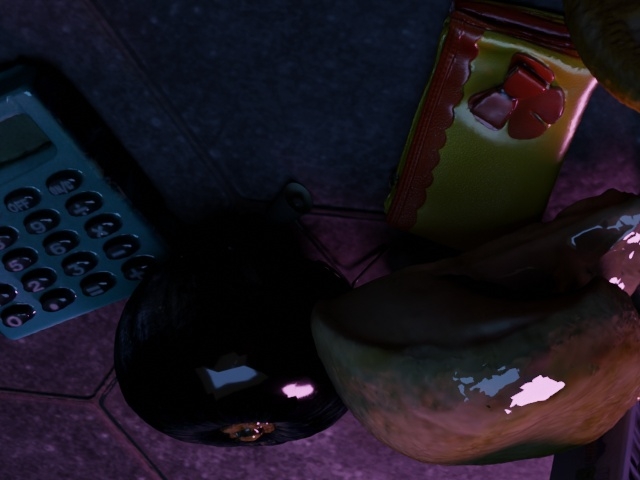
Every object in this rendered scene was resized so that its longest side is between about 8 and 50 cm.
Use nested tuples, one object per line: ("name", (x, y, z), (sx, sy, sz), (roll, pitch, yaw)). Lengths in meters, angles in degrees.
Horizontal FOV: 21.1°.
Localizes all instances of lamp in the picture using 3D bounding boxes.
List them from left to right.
("lamp", (-0.001, -0.001, 1.553), (0.121, 0.041, 0.054), (37, 136, -17))

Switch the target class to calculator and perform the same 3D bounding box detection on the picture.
("calculator", (-0.279, -0.023, 1.573), (0.248, 0.058, 0.274), (-20, 125, 27))

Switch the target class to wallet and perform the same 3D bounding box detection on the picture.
("wallet", (0.141, -0.084, 1.427), (0.141, 0.067, 0.241), (16, 132, 0))

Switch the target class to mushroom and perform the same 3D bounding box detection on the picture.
("mushroom", (0.173, 0.112, 1.416), (0.292, 0.212, 0.217), (-27, 116, -10))

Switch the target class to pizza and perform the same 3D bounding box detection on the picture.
("pizza", (0.267, -0.169, 1.297), (0.161, 0.182, 0.062), (-40, 137, -8))

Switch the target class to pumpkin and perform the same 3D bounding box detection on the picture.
("pumpkin", (-0.068, 0.100, 1.541), (0.233, 0.163, 0.233), (-3, 155, -1))

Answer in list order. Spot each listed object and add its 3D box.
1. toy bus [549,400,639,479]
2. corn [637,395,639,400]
("toy bus", (0.259, 0.258, 1.526), (0.109, 0.330, 0.136), (-16, 116, 23))
("corn", (0.204, 0.094, 1.559), (0.231, 0.080, 0.080), (11, 132, 2))
